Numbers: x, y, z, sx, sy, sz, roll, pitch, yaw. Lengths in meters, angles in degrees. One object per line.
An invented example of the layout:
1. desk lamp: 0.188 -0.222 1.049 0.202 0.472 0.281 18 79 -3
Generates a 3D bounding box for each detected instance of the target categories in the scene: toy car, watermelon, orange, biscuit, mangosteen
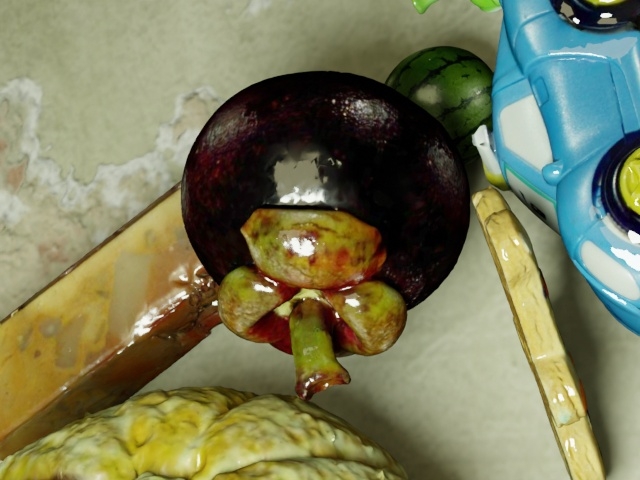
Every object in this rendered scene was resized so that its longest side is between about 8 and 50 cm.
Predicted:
1. toy car: 0.198 -0.066 1.178 0.166 0.198 0.314 -16 69 16
2. watermelon: 0.099 -0.105 1.294 0.109 0.109 0.109 -7 71 22
3. orange: -0.052 0.226 1.189 0.368 0.271 0.210 4 33 26
4. biscuit: 0.157 0.074 1.166 0.030 0.153 0.234 -20 106 5
5. mangosteen: 0.000 0.000 1.189 0.211 0.211 0.250 -7 56 22

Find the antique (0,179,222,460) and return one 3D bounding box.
1. antique: -0.161 0.059 1.366 0.310 0.087 0.093 -37 65 9

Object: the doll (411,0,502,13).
1. doll: 0.111 -0.229 1.334 0.115 0.050 0.190 -29 37 -9
